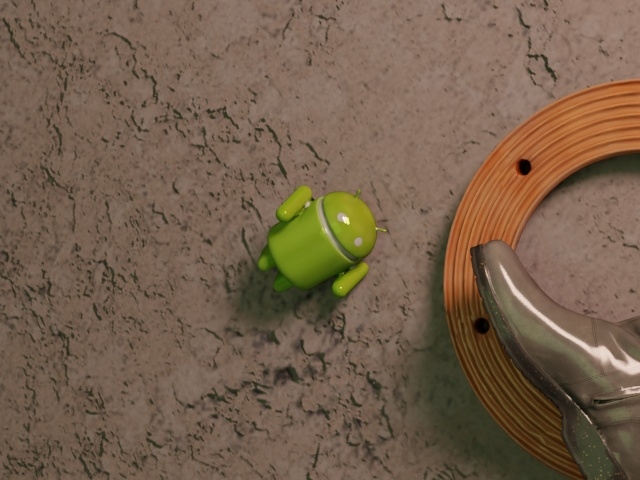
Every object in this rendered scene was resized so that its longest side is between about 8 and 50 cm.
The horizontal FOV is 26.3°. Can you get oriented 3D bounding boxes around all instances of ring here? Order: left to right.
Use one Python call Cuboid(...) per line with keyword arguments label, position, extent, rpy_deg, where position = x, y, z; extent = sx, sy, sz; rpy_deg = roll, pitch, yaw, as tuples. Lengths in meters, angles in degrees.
Cuboid(label="ring", position=(0.262, 0.038, 1.110), extent=(0.337, 0.032, 0.336), rpy_deg=(-1, 88, 25))

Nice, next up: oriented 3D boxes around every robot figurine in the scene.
Cuboid(label="robot figurine", position=(0.000, 0.000, 1.211), extent=(0.115, 0.067, 0.101), rpy_deg=(-30, 105, 22))

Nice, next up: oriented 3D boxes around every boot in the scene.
Cuboid(label="boot", position=(0.238, 0.076, 1.070), extent=(0.161, 0.083, 0.246), rpy_deg=(-34, 81, 14))
